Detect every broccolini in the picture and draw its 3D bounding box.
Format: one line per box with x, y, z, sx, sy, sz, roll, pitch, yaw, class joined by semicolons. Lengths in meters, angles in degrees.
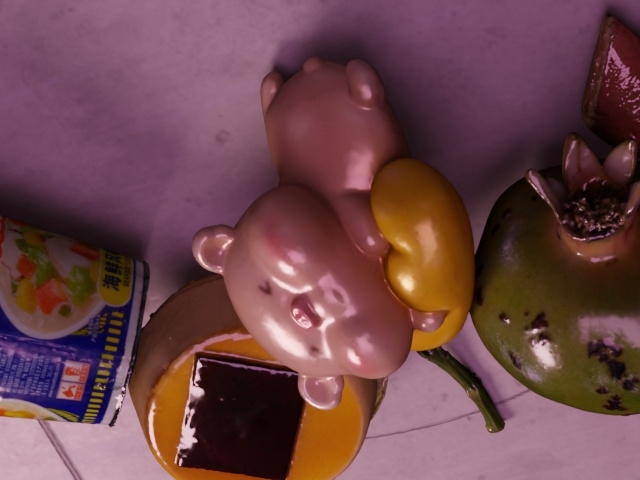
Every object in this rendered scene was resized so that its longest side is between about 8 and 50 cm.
0.146;0.145;2.099;0.054;0.051;0.239;-32;122;17;broccolini

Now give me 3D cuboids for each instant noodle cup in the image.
-0.363;0.087;1.993;0.312;0.284;0.284;12;124;-11;instant noodle cup

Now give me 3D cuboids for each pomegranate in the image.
0.292;0.044;1.837;0.290;0.323;0.291;-1;80;6;pomegranate

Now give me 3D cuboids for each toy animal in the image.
0.005;-0.004;1.819;0.246;0.277;0.345;-25;97;-16;toy animal

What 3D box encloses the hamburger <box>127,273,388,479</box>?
-0.071;0.161;2.042;0.300;0.176;0.300;-1;125;-1;hamburger

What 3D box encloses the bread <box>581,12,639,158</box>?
0.333;-0.141;1.873;0.192;0.067;0.119;36;119;-17;bread
